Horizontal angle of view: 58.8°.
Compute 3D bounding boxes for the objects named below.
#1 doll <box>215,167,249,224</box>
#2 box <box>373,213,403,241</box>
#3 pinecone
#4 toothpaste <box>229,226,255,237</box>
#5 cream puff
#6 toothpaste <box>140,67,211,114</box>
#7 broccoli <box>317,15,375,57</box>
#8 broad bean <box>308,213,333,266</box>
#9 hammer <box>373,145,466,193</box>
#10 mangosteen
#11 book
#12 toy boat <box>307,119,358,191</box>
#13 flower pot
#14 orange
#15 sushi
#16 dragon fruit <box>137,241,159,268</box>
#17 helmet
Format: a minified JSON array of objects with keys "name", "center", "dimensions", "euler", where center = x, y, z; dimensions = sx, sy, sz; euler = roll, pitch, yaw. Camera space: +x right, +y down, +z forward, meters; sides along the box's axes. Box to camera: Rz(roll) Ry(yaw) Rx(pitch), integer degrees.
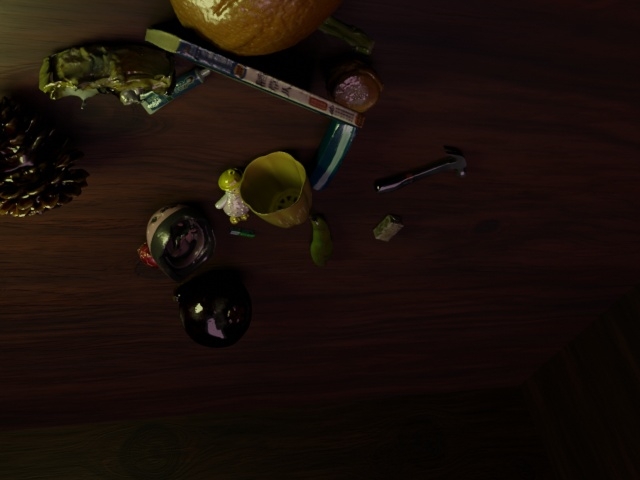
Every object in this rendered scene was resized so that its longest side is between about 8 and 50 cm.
[{"name":"doll","center":[-0.247,-0.133,1.649],"dimensions":[0.129,0.081,0.207],"euler":[-23,145,-17]},{"name":"box","center":[0.233,-0.042,1.940],"dimensions":[0.062,0.045,0.098],"euler":[14,138,-32]},{"name":"pinecone","center":[-0.691,-0.193,1.312],"dimensions":[0.246,0.246,0.292],"euler":[-18,128,7]},{"name":"toothpaste","center":[-0.253,-0.026,1.839],"dimensions":[0.083,0.020,0.017],"euler":[11,136,-28]},{"name":"cream puff","center":[0.078,-0.383,1.387],"dimensions":[0.144,0.103,0.126],"euler":[13,132,-31]},{"name":"toothpaste","center":[-0.345,-0.362,1.351],"dimensions":[0.197,0.035,0.057],"euler":[-22,127,16]},{"name":"broccoli","center":[0.027,-0.459,1.202],"dimensions":[0.204,0.122,0.118],"euler":[33,102,5]},{"name":"broad bean","center":[-0.002,-0.007,1.911],"dimensions":[0.075,0.067,0.325],"euler":[-36,146,-19]},{"name":"hammer","center":[0.304,-0.206,1.747],"dimensions":[0.290,0.037,0.137],"euler":[-18,144,7]},{"name":"mangosteen","center":[-0.389,0.235,1.985],"dimensions":[0.302,0.275,0.275],"euler":[3,157,38]},{"name":"book","center":[-0.143,-0.350,1.224],"dimensions":[0.428,0.300,0.039],"euler":[15,104,-33]},{"name":"toy boat","center":[0.025,-0.238,1.579],"dimensions":[0.062,0.096,0.299],"euler":[13,140,-15]},{"name":"flower pot","center":[-0.109,-0.127,1.621],"dimensions":[0.195,0.195,0.179],"euler":[-19,155,9]},{"name":"orange","center":[-0.110,-0.495,1.005],"dimensions":[0.322,0.322,0.357],"euler":[21,133,-37]},{"name":"sushi","center":[-0.464,-0.351,1.247],"dimensions":[0.291,0.139,0.131],"euler":[-4,151,-14]},{"name":"dragon fruit","center":[-0.485,0.042,1.813],"dimensions":[0.190,0.094,0.094],"euler":[-6,145,-28]},{"name":"helmet","center":[-0.432,-0.008,1.704],"dimensions":[0.198,0.154,0.253],"euler":[-42,164,-25]}]
